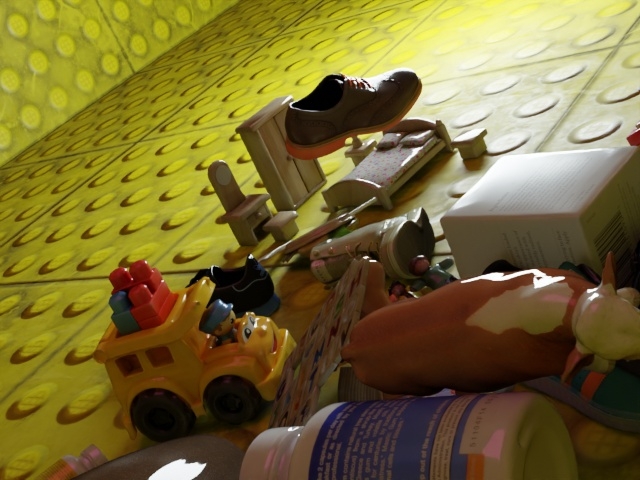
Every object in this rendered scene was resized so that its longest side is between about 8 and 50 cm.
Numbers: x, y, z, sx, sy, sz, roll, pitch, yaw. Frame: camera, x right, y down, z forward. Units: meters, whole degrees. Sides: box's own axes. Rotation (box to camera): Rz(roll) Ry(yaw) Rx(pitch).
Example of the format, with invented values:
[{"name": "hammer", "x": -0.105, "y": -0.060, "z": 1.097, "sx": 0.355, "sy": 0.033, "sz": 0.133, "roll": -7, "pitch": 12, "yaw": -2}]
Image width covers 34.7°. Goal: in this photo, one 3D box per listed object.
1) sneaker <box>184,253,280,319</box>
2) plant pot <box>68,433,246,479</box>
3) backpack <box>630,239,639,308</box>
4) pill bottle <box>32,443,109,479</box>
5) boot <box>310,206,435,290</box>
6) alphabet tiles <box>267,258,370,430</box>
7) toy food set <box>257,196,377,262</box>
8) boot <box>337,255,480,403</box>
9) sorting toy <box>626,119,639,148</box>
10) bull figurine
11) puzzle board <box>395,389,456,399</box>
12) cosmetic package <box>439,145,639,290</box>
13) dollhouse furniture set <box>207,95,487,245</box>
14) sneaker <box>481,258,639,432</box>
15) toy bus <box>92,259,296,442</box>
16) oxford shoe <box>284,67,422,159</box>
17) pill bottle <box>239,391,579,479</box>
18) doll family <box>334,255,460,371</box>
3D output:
[{"name": "sneaker", "x": -0.178, "y": 0.092, "z": 1.482, "sx": 0.232, "sy": 0.090, "sz": 0.081, "roll": -22, "pitch": 23, "yaw": 9}, {"name": "plant pot", "x": -0.149, "y": 0.277, "z": 0.939, "sx": 0.215, "sy": 0.215, "sz": 0.230, "roll": -14, "pitch": 11, "yaw": 25}, {"name": "backpack", "x": 0.363, "y": 0.031, "z": 1.041, "sx": 0.084, "sy": 0.105, "sz": 0.114, "roll": 13, "pitch": 38, "yaw": 23}, {"name": "pill bottle", "x": -0.302, "y": 0.293, "z": 1.204, "sx": 0.116, "sy": 0.065, "sz": 0.065, "roll": -38, "pitch": 25, "yaw": -25}, {"name": "boot", "x": 0.062, "y": 0.023, "z": 1.381, "sx": 0.165, "sy": 0.077, "sz": 0.213, "roll": -18, "pitch": 9, "yaw": 17}, {"name": "alphabet tiles", "x": -0.009, "y": 0.134, "z": 1.089, "sx": 0.237, "sy": 0.009, "sz": 0.198, "roll": -58, "pitch": 11, "yaw": 39}, {"name": "toy food set", "x": 0.000, "y": 0.000, "z": 1.561, "sx": 0.192, "sy": 0.039, "sz": 0.132, "roll": -27, "pitch": 3, "yaw": 32}, {"name": "boot", "x": 0.103, "y": 0.105, "z": 1.116, "sx": 0.152, "sy": 0.073, "sz": 0.197, "roll": -3, "pitch": 61, "yaw": 15}, {"name": "sorting toy", "x": 0.471, "y": -0.145, "z": 1.186, "sx": 0.257, "sy": 0.089, "sz": 0.255, "roll": -32, "pitch": 2, "yaw": 0}, {"name": "bull figurine", "x": 0.169, "y": 0.081, "z": 0.881, "sx": 0.310, "sy": 0.101, "sz": 0.188, "roll": -10, "pitch": -16, "yaw": 38}, {"name": "puzzle board", "x": 0.080, "y": 0.201, "z": 1.020, "sx": 0.128, "sy": 0.011, "sz": 0.096, "roll": -19, "pitch": 53, "yaw": 14}, {"name": "cosmetic package", "x": 0.264, "y": -0.001, "z": 1.145, "sx": 0.183, "sy": 0.151, "sz": 0.151, "roll": 1, "pitch": 33, "yaw": 45}, {"name": "dollhouse furniture set", "x": 0.033, "y": -0.141, "z": 1.667, "sx": 0.355, "sy": 0.174, "sz": 0.303, "roll": -1, "pitch": 33, "yaw": 46}, {"name": "sneaker", "x": 0.261, "y": 0.091, "z": 0.984, "sx": 0.108, "sy": 0.121, "sz": 0.302, "roll": -36, "pitch": 26, "yaw": -26}, {"name": "toy bus", "x": -0.166, "y": 0.116, "z": 1.264, "sx": 0.220, "sy": 0.211, "sz": 0.149, "roll": -16, "pitch": 23, "yaw": 18}, {"name": "oxford shoe", "x": 0.059, "y": -0.226, "z": 1.647, "sx": 0.271, "sy": 0.098, "sz": 0.097, "roll": -33, "pitch": 47, "yaw": -28}, {"name": "pill bottle", "x": 0.068, "y": 0.212, "z": 0.882, "sx": 0.272, "sy": 0.152, "sz": 0.152, "roll": -9, "pitch": 28, "yaw": 34}, {"name": "doll family", "x": 0.089, "y": 0.091, "z": 1.225, "sx": 0.193, "sy": 0.076, "sz": 0.111, "roll": -29, "pitch": 42, "yaw": -22}]
